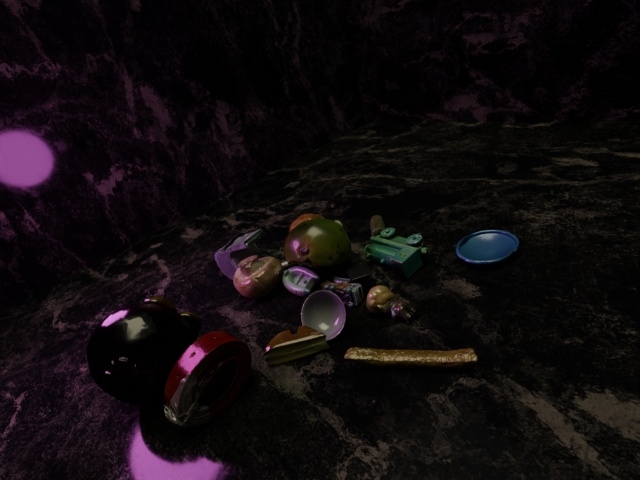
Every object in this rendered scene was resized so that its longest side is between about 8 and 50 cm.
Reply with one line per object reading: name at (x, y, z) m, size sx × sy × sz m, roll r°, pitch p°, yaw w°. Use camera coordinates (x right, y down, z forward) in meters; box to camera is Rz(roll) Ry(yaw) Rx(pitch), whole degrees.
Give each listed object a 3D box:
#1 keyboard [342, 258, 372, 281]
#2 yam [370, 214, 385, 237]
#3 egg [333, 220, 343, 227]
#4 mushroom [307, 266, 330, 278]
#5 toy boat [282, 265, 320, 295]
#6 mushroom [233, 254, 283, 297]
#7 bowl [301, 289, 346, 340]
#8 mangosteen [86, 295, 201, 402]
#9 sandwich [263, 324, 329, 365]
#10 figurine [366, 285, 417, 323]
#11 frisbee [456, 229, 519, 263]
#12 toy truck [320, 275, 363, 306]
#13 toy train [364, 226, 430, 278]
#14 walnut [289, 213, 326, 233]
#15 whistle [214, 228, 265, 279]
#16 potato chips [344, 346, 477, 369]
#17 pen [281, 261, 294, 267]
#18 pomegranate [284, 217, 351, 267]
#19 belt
keyboard at (0.151, 0.112, 1.882) m, size 0.104 × 0.041 × 0.381 m, roll -19°, pitch 17°, yaw -1°
yam at (0.290, -0.064, 2.113) m, size 0.078 × 0.078 × 0.179 m, roll -16°, pitch 27°, yaw 9°
egg at (0.088, -0.070, 2.268) m, size 0.071 × 0.071 × 0.083 m, roll -20°, pitch 29°, yaw -1°
mushroom at (-0.012, 0.140, 1.961) m, size 0.123 × 0.052 × 0.123 m, roll -15°, pitch 29°, yaw 8°
toy boat at (-0.097, 0.175, 1.882) m, size 0.208 × 0.079 × 0.134 m, roll 17°, pitch 68°, yaw 48°
mushroom at (-0.290, 0.161, 1.971) m, size 0.255 × 0.184 × 0.255 m, roll -22°, pitch 12°, yaw 5°
bowl at (0.027, 0.282, 1.585) m, size 0.189 × 0.188 × 0.086 m, roll -6°, pitch -11°, yaw 27°
mangosteen at (-0.642, 0.397, 1.576) m, size 0.383 × 0.381 × 0.435 m, roll -17°, pitch 11°, yaw 7°
sandwich at (-0.090, 0.374, 1.521) m, size 0.245 × 0.090 × 0.088 m, roll -16°, pitch 29°, yaw 6°
figurine at (0.264, 0.241, 1.548) m, size 0.196 × 0.108 × 0.114 m, roll 25°, pitch 58°, yaw 32°
frisbee at (0.676, 0.034, 1.693) m, size 0.242 × 0.045 × 0.242 m, roll -15°, pitch 26°, yaw 8°
toy truck at (0.101, 0.208, 1.726) m, size 0.178 × 0.080 × 0.115 m, roll 5°, pitch 26°, yaw 43°
toy train at (0.326, 0.049, 1.831) m, size 0.194 × 0.120 × 0.298 m, roll -38°, pitch 31°, yaw -23°
walnut at (-0.060, -0.051, 2.209) m, size 0.222 × 0.195 × 0.195 m, roll 7°, pitch 37°, yaw 45°
whistle at (-0.412, 0.047, 2.133) m, size 0.188 × 0.404 × 0.168 m, roll 40°, pitch 52°, yaw 12°
potato chips at (0.277, 0.367, 1.302) m, size 0.408 × 0.080 × 0.057 m, roll -5°, pitch 46°, yaw 24°
pen at (-0.144, 0.110, 2.126) m, size 0.269 × 0.033 × 0.033 m, roll -20°, pitch 26°, yaw 1°
pomegranate at (0.000, 0.000, 1.936) m, size 0.310 × 0.215 × 0.359 m, roll -5°, pitch 9°, yaw 27°
belt at (-0.374, 0.466, 1.397) m, size 0.115 × 0.227 × 0.323 m, roll 13°, pitch 60°, yaw 48°
